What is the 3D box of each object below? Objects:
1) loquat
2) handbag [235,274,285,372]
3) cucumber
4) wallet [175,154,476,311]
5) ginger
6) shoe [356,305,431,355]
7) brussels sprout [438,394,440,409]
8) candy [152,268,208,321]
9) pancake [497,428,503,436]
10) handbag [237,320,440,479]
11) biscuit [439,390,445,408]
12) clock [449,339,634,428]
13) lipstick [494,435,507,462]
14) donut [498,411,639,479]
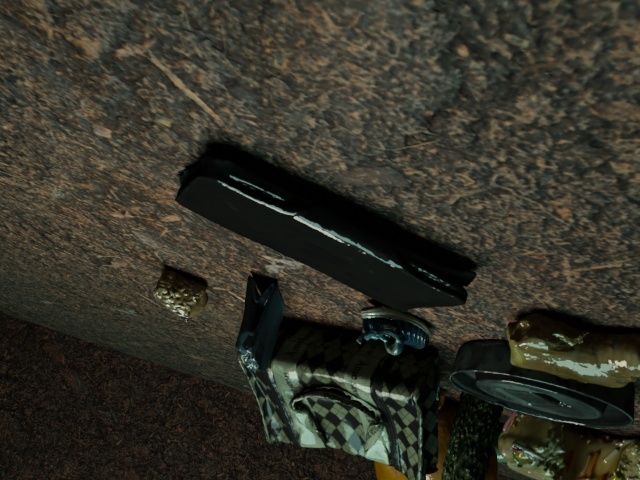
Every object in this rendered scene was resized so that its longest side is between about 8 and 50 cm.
[{"bbox_3d":[0.302,0.578,1.748,0.328,0.328,0.328,16,161,6],"label":"loquat"},{"bbox_3d":[-0.112,0.163,1.233,0.057,0.144,0.221,11,159,4],"label":"handbag"},{"bbox_3d":[0.291,0.439,1.303,0.096,0.359,0.096,16,157,7],"label":"cucumber"},{"bbox_3d":[0.000,0.000,0.825,0.377,0.051,0.197,25,163,-16],"label":"wallet"},{"bbox_3d":[0.359,0.154,0.897,0.213,0.074,0.137,2,156,25],"label":"ginger"},{"bbox_3d":[0.126,0.157,1.113,0.143,0.071,0.064,24,161,-29],"label":"shoe"},{"bbox_3d":[0.191,0.358,1.487,0.181,0.161,0.144,28,-162,-27],"label":"brussels sprout"},{"bbox_3d":[-0.284,0.109,1.339,0.110,0.085,0.095,29,167,-1],"label":"candy"},{"bbox_3d":[0.551,0.600,1.990,0.282,0.049,0.282,14,158,6],"label":"pancake"},{"bbox_3d":[0.050,0.351,1.395,0.416,0.180,0.316,6,122,30],"label":"handbag"},{"bbox_3d":[0.176,0.422,1.763,0.379,0.094,0.054,-13,102,56],"label":"biscuit"},{"bbox_3d":[0.384,0.254,1.156,0.313,0.061,0.312,16,161,6],"label":"clock"},{"bbox_3d":[0.521,0.578,1.832,0.304,0.076,0.076,-11,147,36],"label":"lipstick"},{"bbox_3d":[0.578,0.478,1.466,0.371,0.150,0.307,17,162,5],"label":"donut"}]
